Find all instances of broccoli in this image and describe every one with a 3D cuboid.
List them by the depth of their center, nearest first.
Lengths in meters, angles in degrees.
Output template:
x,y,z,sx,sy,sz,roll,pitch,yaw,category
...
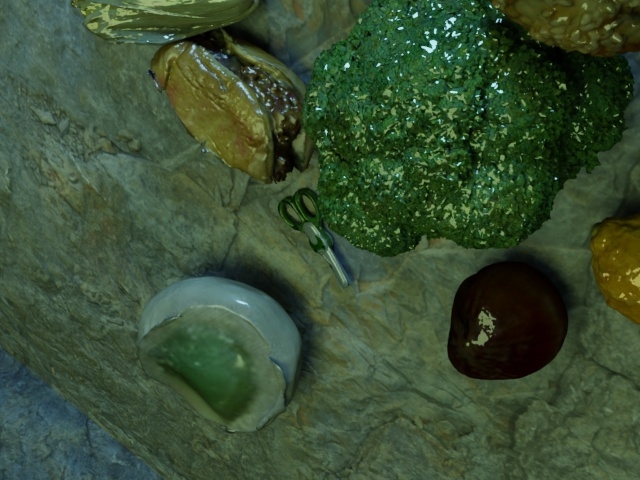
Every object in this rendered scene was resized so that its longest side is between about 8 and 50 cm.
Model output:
x,y,z,sx,sy,sz,roll,pitch,yaw,category
0.154,-0.158,0.881,0.413,0.310,0.321,-37,102,14,broccoli

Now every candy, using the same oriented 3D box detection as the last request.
x,y,z,sx,sy,sz,roll,pitch,yaw,category
-0.204,0.234,1.556,0.386,0.186,0.427,43,137,-7,candy

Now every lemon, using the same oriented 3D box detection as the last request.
x,y,z,sx,sy,sz,roll,pitch,yaw,category
0.425,0.037,0.909,0.187,0.142,0.142,39,138,6,lemon

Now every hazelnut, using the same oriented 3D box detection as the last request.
x,y,z,sx,sy,sz,roll,pitch,yaw,category
0.275,0.134,1.089,0.178,0.178,0.204,45,139,3,hazelnut

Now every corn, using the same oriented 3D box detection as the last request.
x,y,z,sx,sy,sz,roll,pitch,yaw,category
-0.240,-0.387,1.113,0.305,0.122,0.123,-7,133,18,corn

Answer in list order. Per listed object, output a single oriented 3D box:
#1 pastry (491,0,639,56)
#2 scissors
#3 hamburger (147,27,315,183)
x,y,z,sx,sy,sz,roll,pitch,yaw,category
0.286,-0.295,0.634,0.310,0.162,0.255,-24,130,22,pastry
0.000,0.000,1.325,0.101,0.027,0.204,-26,100,51,scissors
-0.130,-0.228,1.167,0.245,0.155,0.282,-1,118,38,hamburger
